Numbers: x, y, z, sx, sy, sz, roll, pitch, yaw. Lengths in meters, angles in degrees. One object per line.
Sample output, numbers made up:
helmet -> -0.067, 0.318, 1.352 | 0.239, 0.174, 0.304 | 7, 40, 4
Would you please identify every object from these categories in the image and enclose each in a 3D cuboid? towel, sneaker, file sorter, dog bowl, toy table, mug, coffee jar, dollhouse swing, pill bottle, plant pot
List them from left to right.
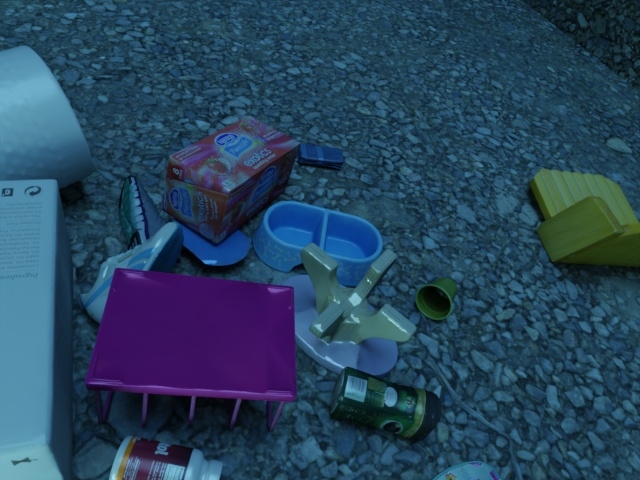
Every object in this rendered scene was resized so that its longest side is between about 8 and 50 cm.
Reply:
mug -> -0.684, -0.194, 1.038 | 0.328, 0.276, 0.374 | -32, 34, -28
sneaker -> -0.342, 0.050, 0.977 | 0.092, 0.087, 0.229 | 32, 73, 14
sneaker -> -0.358, -0.038, 1.116 | 0.098, 0.083, 0.224 | 7, 50, -39
pill bottle -> -0.227, 0.348, 0.793 | 0.151, 0.086, 0.086 | 14, 47, -6
file sorter -> -0.201, 0.193, 0.872 | 0.290, 0.182, 0.202 | 7, 47, -12
towel -> 0.000, -0.223, 1.408 | 0.119, 0.029, 0.067 | 5, 49, -12
dog bowl -> 0.000, 0.000, 1.180 | 0.297, 0.074, 0.166 | 13, 47, -5
toy table -> 0.046, 0.131, 1.021 | 0.274, 0.161, 0.252 | 29, 48, 8
coffee jar -> 0.115, 0.290, 0.943 | 0.184, 0.096, 0.079 | 18, 49, -3
plant pot -> 0.261, 0.118, 1.161 | 0.083, 0.083, 0.079 | 38, 38, 17
dollhouse swing -> 0.772, -0.103, 1.381 | 0.346, 0.315, 0.305 | 4, 69, -13

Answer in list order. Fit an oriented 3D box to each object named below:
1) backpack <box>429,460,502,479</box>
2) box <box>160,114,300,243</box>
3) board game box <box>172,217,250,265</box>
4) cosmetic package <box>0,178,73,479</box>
backpack -> 0.235, 0.442, 0.817 | 0.165, 0.144, 0.188 | -15, 53, -22
box -> -0.190, -0.145, 1.172 | 0.154, 0.142, 0.300 | 30, 37, 11
board game box -> -0.235, 0.001, 1.125 | 0.168, 0.033, 0.133 | 38, 40, 14
cosmetic package -> -0.469, 0.144, 0.802 | 0.161, 0.230, 0.453 | -5, 50, -20
